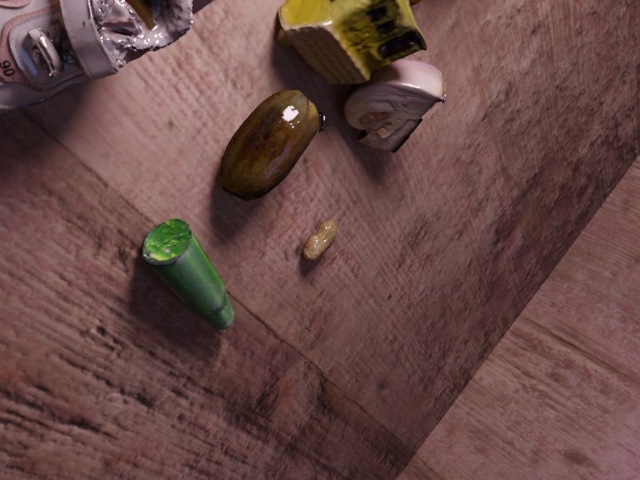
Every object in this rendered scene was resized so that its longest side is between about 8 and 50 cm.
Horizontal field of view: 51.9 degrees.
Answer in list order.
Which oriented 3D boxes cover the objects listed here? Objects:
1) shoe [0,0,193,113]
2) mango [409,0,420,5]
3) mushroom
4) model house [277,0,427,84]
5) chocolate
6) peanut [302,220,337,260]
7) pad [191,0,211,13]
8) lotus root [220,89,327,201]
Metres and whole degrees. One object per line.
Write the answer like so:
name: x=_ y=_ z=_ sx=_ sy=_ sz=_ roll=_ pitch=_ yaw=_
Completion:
shoe: x=-0.334 y=-0.287 z=0.865 sx=0.351 sy=0.198 sz=0.172 roll=-45 pitch=138 yaw=-18
mango: x=0.148 y=-0.528 z=1.316 sx=0.184 sy=0.085 sz=0.102 roll=3 pitch=115 yaw=-43
mushroom: x=0.142 y=-0.325 z=1.435 sx=0.236 sy=0.173 sz=0.162 roll=133 pitch=-26 yaw=-53
model house: x=0.048 y=-0.412 z=1.231 sx=0.234 sy=0.175 sz=0.193 roll=-22 pitch=151 yaw=22
chocolate: x=-0.246 y=0.085 z=1.308 sx=0.110 sy=0.110 sz=0.291 roll=-44 pitch=143 yaw=-16
peanut: x=0.000 y=0.000 z=1.551 sx=0.113 sy=0.053 sz=0.054 roll=-51 pitch=142 yaw=-12
pad: x=-0.190 y=-0.498 z=1.033 sx=0.158 sy=0.003 sz=0.235 roll=-43 pitch=140 yaw=-18
lotus root: x=-0.097 y=-0.182 z=1.255 sx=0.241 sy=0.124 sz=0.123 roll=-54 pitch=157 yaw=-9
